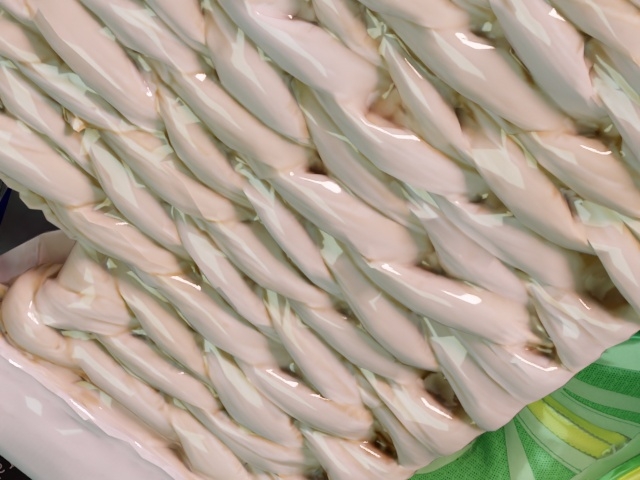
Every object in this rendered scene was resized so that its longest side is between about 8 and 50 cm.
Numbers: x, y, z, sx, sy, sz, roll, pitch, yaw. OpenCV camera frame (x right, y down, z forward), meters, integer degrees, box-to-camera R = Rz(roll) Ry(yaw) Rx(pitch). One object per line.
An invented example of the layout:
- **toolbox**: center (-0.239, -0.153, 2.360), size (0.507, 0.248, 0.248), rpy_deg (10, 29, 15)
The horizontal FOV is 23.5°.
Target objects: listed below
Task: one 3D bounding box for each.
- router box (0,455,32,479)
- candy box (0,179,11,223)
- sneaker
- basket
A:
- **router box**: center (-0.118, 0.155, 0.694), size (0.243, 0.308, 0.081), rpy_deg (50, 134, 17)
- **candy box**: center (-0.329, -0.029, 0.777), size (0.317, 0.122, 0.268), rpy_deg (24, 134, -6)
- **sneaker**: center (0.134, 0.064, 0.743), size (0.295, 0.109, 0.124), rpy_deg (-23, 106, 28)
- **basket**: center (-0.028, -0.142, 0.447), size (0.328, 0.331, 0.266), rpy_deg (41, 127, -18)
